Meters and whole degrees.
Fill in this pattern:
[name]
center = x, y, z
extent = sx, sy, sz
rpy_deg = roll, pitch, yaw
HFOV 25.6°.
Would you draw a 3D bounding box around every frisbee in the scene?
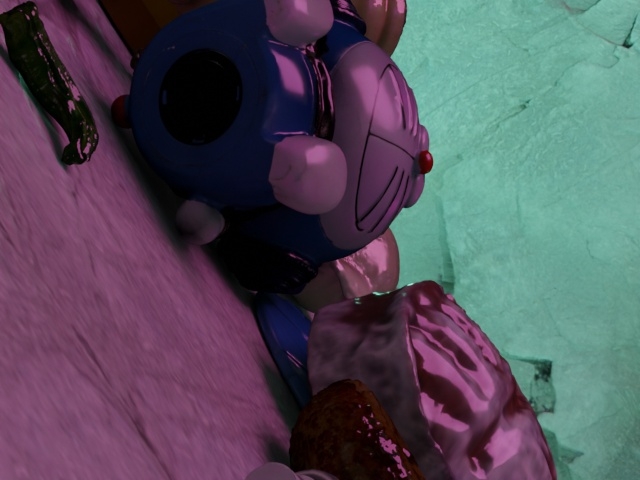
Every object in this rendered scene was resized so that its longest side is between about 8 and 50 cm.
[frisbee]
center = 0.016, 0.142, 1.320
extent = 0.242, 0.045, 0.242
rpy_deg = 57, 6, -9

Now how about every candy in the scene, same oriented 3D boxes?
[candy]
center = 0.100, 0.171, 1.183
extent = 0.290, 0.157, 0.214
rpy_deg = 62, 23, -16

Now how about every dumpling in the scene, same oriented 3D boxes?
[dumpling]
center = 0.000, 0.000, 1.553
extent = 0.252, 0.131, 0.179
rpy_deg = 55, 11, 25

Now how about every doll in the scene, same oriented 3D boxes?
[doll]
center = -0.032, -0.095, 1.245
extent = 0.310, 0.240, 0.284
rpy_deg = 14, 84, -64

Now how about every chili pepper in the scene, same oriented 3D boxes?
[chili pepper]
center = -0.179, -0.100, 0.935
extent = 0.118, 0.035, 0.055
rpy_deg = 69, 19, 6

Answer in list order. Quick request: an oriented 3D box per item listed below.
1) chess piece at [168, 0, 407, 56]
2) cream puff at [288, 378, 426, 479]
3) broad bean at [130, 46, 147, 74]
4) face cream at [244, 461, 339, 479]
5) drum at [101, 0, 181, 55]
[chess piece]
center = -0.101, -0.254, 1.332
extent = 0.397, 0.117, 0.117
rpy_deg = 13, 35, -37
[cream puff]
center = 0.029, 0.173, 1.010
extent = 0.149, 0.084, 0.149
rpy_deg = 62, 3, -5
[broad bean]
center = -0.119, -0.104, 1.450
extent = 0.254, 0.046, 0.065
rpy_deg = 54, 13, -31
[face cream]
center = 0.036, 0.223, 0.829
extent = 0.283, 0.073, 0.073
rpy_deg = 54, 6, -37
[drum]
center = -0.123, -0.303, 1.661
extent = 0.431, 0.214, 0.431
rpy_deg = 58, 4, -6
